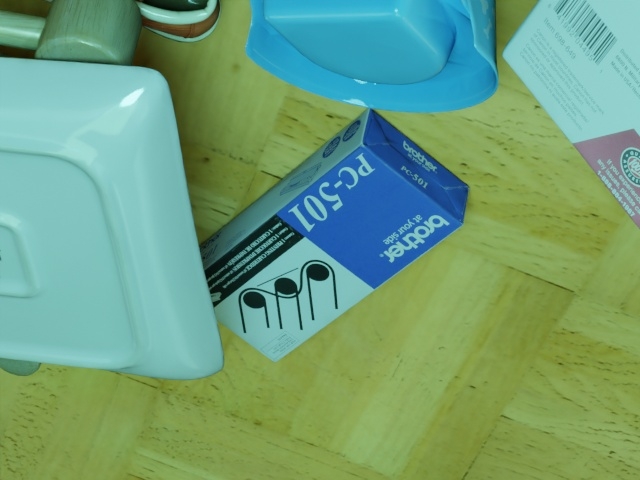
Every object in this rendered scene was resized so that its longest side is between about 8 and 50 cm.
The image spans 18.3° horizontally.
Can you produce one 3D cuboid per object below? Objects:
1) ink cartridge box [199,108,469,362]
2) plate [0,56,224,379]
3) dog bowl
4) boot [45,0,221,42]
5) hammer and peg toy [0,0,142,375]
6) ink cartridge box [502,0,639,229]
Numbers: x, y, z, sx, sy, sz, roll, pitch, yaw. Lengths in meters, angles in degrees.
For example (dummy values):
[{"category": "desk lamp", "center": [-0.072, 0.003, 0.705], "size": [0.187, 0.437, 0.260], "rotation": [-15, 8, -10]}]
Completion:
[{"category": "ink cartridge box", "center": [0.000, 0.000, 1.423], "size": [0.097, 0.046, 0.207], "rotation": [38, 128, -20]}, {"category": "plate", "center": [-0.215, -0.005, 1.280], "size": [0.278, 0.045, 0.277], "rotation": [6, 138, 13]}, {"category": "dog bowl", "center": [0.005, -0.169, 1.183], "size": [0.166, 0.074, 0.297], "rotation": [2, 159, 31]}, {"category": "boot", "center": [-0.137, -0.174, 1.275], "size": [0.158, 0.084, 0.059], "rotation": [18, 91, -7]}, {"category": "hammer and peg toy", "center": [-0.245, -0.080, 1.340], "size": [0.266, 0.127, 0.361], "rotation": [22, 138, -6]}, {"category": "ink cartridge box", "center": [0.227, -0.132, 1.132], "size": [0.158, 0.092, 0.218], "rotation": [55, 135, 22]}]
